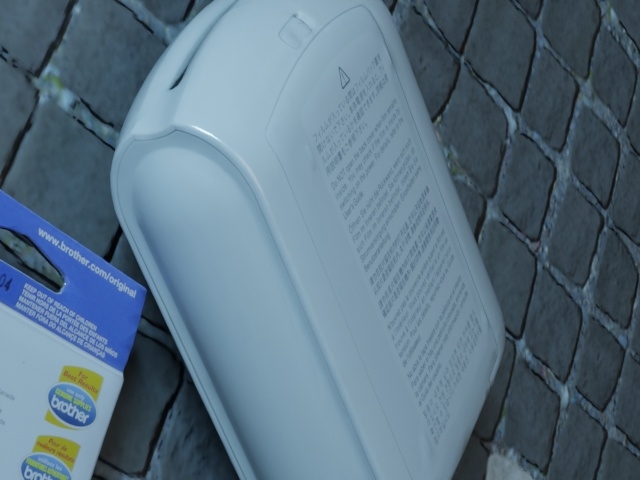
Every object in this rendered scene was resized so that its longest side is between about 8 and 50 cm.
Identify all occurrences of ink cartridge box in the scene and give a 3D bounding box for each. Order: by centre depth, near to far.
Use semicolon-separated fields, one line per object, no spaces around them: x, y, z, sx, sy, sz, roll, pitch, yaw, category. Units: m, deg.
-0.201;0.124;0.671;0.186;0.065;0.311;38;62;-43;ink cartridge box

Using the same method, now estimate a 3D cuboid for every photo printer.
0.000;0.000;0.858;0.307;0.107;0.256;67;30;-23;photo printer
